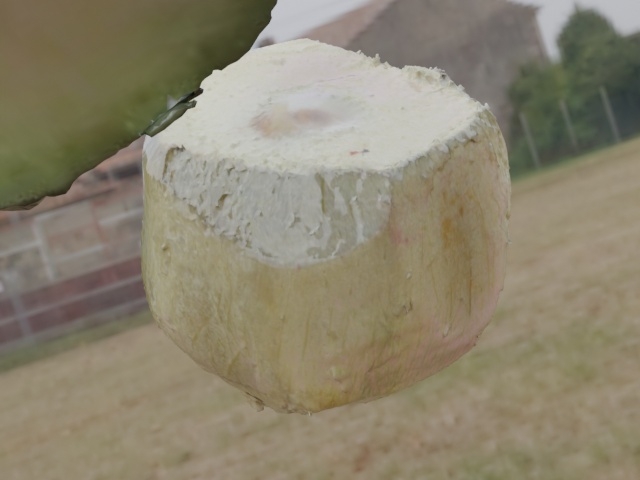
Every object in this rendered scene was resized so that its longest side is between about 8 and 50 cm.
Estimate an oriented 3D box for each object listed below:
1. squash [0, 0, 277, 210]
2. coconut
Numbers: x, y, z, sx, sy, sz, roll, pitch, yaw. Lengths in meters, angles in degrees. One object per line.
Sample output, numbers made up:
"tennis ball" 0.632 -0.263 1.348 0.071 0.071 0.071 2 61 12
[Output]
"squash" -0.131 -0.207 0.529 0.263 0.263 0.384 -18 33 6
"coconut" 0.000 0.000 1.180 0.297 0.255 0.297 -5 32 3
